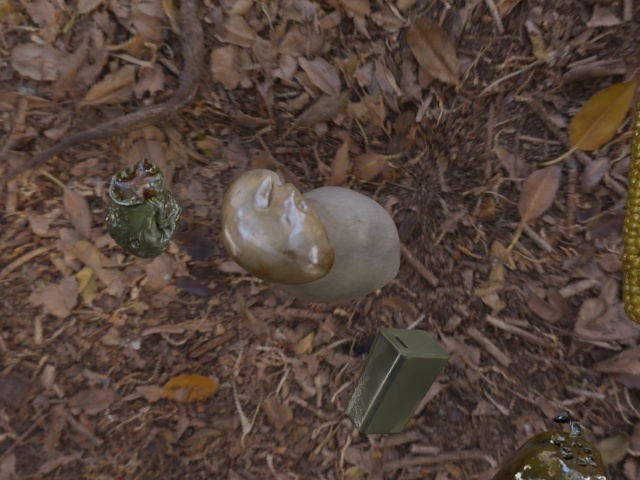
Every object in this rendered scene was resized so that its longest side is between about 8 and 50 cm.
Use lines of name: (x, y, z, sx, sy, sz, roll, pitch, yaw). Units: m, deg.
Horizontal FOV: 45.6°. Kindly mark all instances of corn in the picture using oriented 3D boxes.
corn: (0.361, -0.063, 0.772, 0.102, 0.101, 0.310, 11, 86, 7)

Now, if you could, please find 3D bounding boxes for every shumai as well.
shumai: (-0.174, -0.032, 0.700, 0.082, 0.080, 0.083, -11, 70, 18)

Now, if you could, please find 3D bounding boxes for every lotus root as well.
lotus root: (0.258, 0.328, 0.927, 0.123, 0.124, 0.241, 46, 128, 27)

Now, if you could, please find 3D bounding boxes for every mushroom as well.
mushroom: (0.001, -0.001, 0.582, 0.088, 0.212, 0.096, -11, 79, 27)

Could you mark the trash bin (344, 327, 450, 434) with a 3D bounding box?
trash bin: (0.065, 0.128, 0.688, 0.043, 0.061, 0.092, 48, 120, 45)
